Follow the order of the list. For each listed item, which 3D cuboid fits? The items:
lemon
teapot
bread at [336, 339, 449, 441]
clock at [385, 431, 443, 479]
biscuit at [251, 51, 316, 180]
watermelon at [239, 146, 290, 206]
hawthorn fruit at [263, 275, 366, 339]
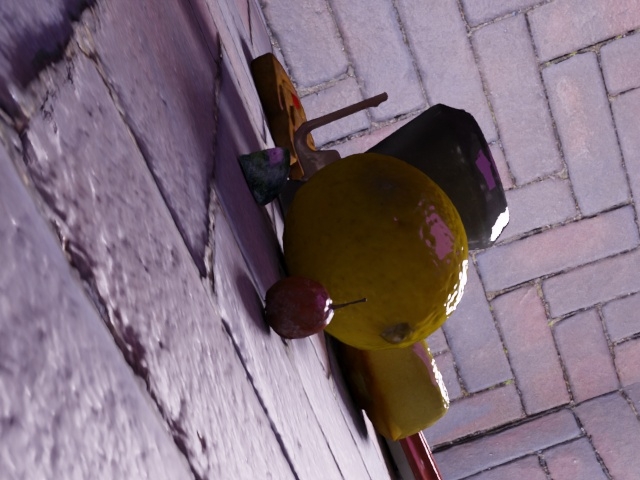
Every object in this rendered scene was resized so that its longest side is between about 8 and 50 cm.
[{"bbox_3d":[0.072,0.015,1.222,0.267,0.268,0.267,-20,90,-86],"label":"lemon"},{"bbox_3d":[0.110,-0.087,1.517,0.253,0.344,0.300,-82,152,-85],"label":"teapot"},{"bbox_3d":[0.111,0.206,1.532,0.270,0.148,0.269,158,-90,-90],"label":"bread"},{"bbox_3d":[0.174,0.417,1.843,0.318,0.080,0.318,-25,90,-88],"label":"clock"},{"bbox_3d":[-0.050,-0.214,1.961,0.350,0.070,0.394,-90,160,-79],"label":"biscuit"},{"bbox_3d":[-0.080,-0.087,1.186,0.061,0.085,0.085,34,-22,40],"label":"watermelon"},{"bbox_3d":[-0.006,0.068,0.917,0.067,0.103,0.066,1,90,-88],"label":"hawthorn fruit"}]
